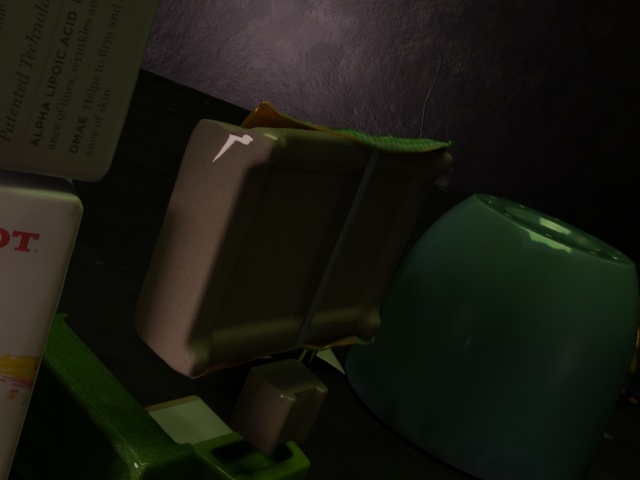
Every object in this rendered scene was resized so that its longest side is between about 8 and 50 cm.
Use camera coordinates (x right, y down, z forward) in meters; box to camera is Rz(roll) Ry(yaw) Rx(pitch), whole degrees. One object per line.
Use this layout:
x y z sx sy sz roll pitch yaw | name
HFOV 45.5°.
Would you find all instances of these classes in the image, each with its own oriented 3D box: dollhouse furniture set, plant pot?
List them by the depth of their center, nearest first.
-0.070 0.036 0.519 0.151 0.301 0.198 34 22 33 | dollhouse furniture set
0.206 0.088 0.839 0.293 0.235 0.293 21 14 -6 | plant pot

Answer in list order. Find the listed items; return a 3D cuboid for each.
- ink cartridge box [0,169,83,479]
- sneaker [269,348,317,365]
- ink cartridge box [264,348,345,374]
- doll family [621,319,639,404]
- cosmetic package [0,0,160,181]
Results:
-0.251 0.038 0.403 0.171 0.232 0.168 12 18 -33 | ink cartridge box
-0.036 0.009 0.839 0.147 0.145 0.384 22 21 -1 | sneaker
-0.070 0.093 0.868 0.179 0.045 0.145 35 8 -26 | ink cartridge box
0.470 0.158 1.096 0.263 0.163 0.118 17 15 -16 | doll family
-0.185 -0.130 0.328 0.184 0.151 0.151 6 20 -48 | cosmetic package
